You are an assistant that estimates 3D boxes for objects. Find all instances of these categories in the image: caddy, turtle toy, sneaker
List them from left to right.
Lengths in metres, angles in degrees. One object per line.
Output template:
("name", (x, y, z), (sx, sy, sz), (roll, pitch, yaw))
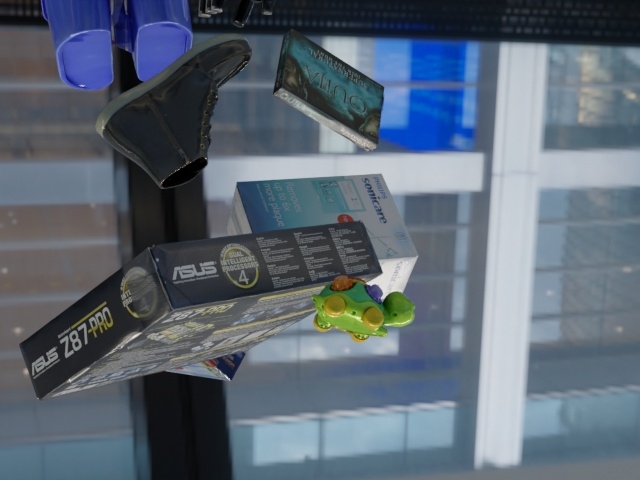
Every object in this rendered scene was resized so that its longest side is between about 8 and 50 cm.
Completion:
("caddy", (-0.336, -0.381, 1.949), (0.241, 0.179, 0.341), (-8, 169, -11))
("sneaker", (-0.142, -0.148, 1.386), (0.222, 0.118, 0.083), (-38, 167, -26))
("turtle toy", (0.052, 0.083, 1.453), (0.130, 0.066, 0.095), (17, 159, -6))

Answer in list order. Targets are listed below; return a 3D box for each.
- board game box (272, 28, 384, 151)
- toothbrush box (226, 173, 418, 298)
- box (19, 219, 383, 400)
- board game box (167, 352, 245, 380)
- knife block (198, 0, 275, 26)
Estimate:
("board game box", (0.016, -0.229, 1.812), (0.186, 0.126, 0.026), (28, 140, -26))
("toothbrush box", (0.000, 0.000, 2.176), (0.295, 0.126, 0.216), (-3, -131, -21))
("box", (-0.156, 0.091, 1.598), (0.395, 0.097, 0.318), (-8, 163, -47))
("board game box", (-0.257, 0.158, 1.972), (0.194, 0.194, 0.060), (-10, -137, 46))
("knife block", (-0.089, -0.430, 1.648), (0.088, 0.242, 0.275), (29, -155, -31))
